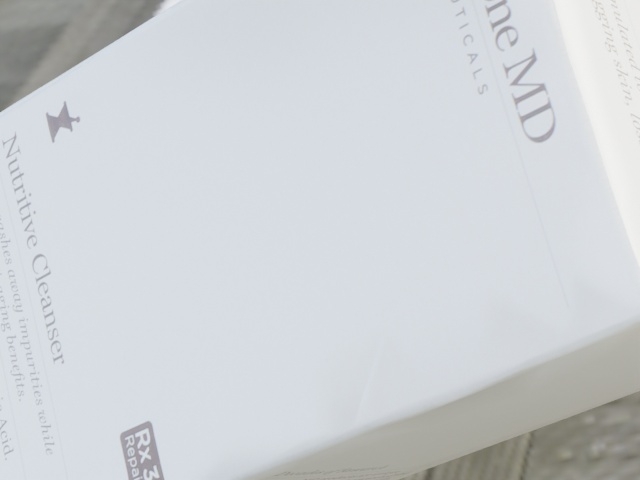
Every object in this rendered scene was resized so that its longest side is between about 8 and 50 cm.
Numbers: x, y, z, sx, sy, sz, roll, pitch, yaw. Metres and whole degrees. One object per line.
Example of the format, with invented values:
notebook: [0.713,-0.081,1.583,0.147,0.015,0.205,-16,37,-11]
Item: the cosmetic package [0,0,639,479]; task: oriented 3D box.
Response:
cosmetic package: [0.000,0.000,0.813,0.385,0.217,0.156,-29,-20,36]
